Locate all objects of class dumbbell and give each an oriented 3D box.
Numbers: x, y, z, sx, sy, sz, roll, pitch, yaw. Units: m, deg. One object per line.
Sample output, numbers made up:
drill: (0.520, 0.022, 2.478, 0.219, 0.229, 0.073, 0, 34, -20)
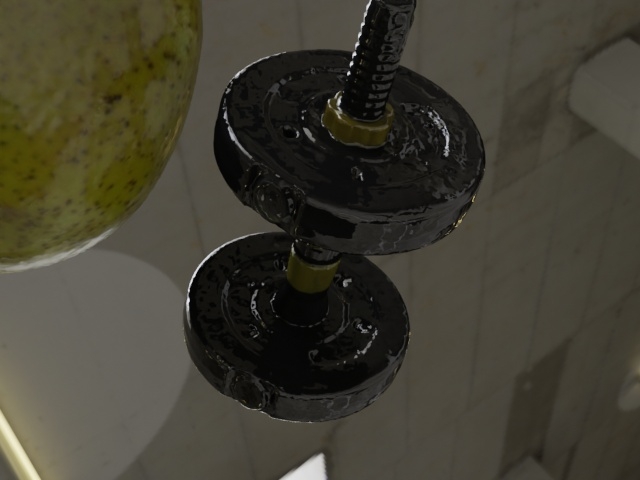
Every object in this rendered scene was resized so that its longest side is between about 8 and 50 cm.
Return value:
dumbbell: (0.000, 0.000, 0.548, 0.143, 0.143, 0.325, -20, -36, -33)

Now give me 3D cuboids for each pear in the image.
pear: (-0.207, -0.125, 0.565, 0.294, 0.294, 0.294, -28, -37, -23)
